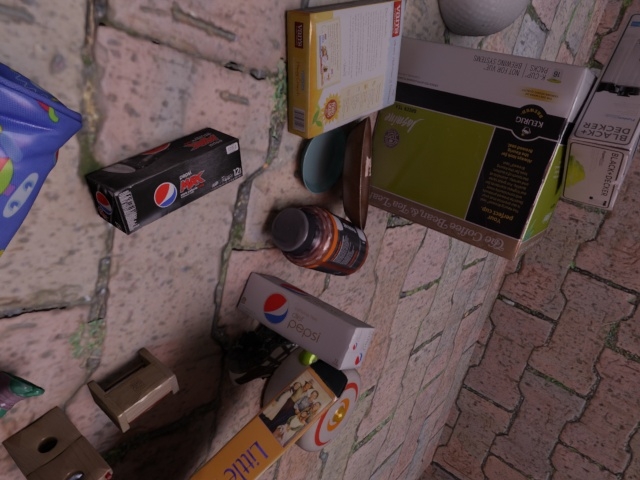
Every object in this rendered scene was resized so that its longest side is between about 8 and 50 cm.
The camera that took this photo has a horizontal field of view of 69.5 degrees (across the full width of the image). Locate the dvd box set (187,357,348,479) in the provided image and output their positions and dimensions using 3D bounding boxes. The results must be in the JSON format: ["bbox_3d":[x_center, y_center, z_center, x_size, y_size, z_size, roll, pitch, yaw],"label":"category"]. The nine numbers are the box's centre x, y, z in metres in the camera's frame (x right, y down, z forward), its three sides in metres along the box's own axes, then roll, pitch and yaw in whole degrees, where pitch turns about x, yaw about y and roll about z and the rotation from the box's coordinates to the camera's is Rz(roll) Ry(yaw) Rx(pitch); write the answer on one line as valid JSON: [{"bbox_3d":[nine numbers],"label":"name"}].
[{"bbox_3d":[-0.133,0.340,0.679,0.420,0.062,0.308,-43,168,-3],"label":"dvd box set"}]

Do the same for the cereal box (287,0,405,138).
[{"bbox_3d":[0.045,-0.276,0.722,0.240,0.047,0.173,-33,137,-41],"label":"cereal box"}]

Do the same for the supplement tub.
[{"bbox_3d":[0.000,0.000,0.793,0.197,0.106,0.106,20,94,-59],"label":"supplement tub"}]

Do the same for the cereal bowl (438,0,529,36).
[{"bbox_3d":[0.370,-0.576,0.904,0.338,0.141,0.339,-33,136,-38],"label":"cereal bowl"}]

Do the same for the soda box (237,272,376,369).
[{"bbox_3d":[-0.026,0.123,0.734,0.073,0.216,0.069,19,93,-58],"label":"soda box"}]

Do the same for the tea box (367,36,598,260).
[{"bbox_3d":[0.293,-0.181,0.884,0.219,0.328,0.324,-13,123,-52],"label":"tea box"}]

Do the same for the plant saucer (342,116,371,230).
[{"bbox_3d":[0.065,-0.116,0.813,0.198,0.036,0.199,3,90,-79],"label":"plant saucer"}]

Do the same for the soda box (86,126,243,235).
[{"bbox_3d":[-0.172,-0.075,0.533,0.168,0.060,0.053,-36,140,-39],"label":"soda box"}]

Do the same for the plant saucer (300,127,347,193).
[{"bbox_3d":[0.002,-0.138,0.780,0.119,0.021,0.120,-35,139,-38],"label":"plant saucer"}]

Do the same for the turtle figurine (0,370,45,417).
[{"bbox_3d":[-0.365,0.227,0.409,0.175,0.118,0.234,76,32,-65],"label":"turtle figurine"}]

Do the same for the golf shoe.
[{"bbox_3d":[-0.089,0.195,0.842,0.198,0.077,0.094,-17,136,-42],"label":"golf shoe"}]

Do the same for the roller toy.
[{"bbox_3d":[-0.009,0.331,0.970,0.191,0.146,0.209,-51,147,-19],"label":"roller toy"}]

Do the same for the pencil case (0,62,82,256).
[{"bbox_3d":[-0.304,-0.005,0.330,0.306,0.119,0.133,-61,163,-5],"label":"pencil case"}]

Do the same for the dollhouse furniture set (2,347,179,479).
[{"bbox_3d":[-0.253,0.263,0.582,0.183,0.128,0.130,-35,138,-39],"label":"dollhouse furniture set"}]

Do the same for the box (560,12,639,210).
[{"bbox_3d":[0.510,-0.218,0.784,0.290,0.087,0.169,-59,147,-15],"label":"box"}]
